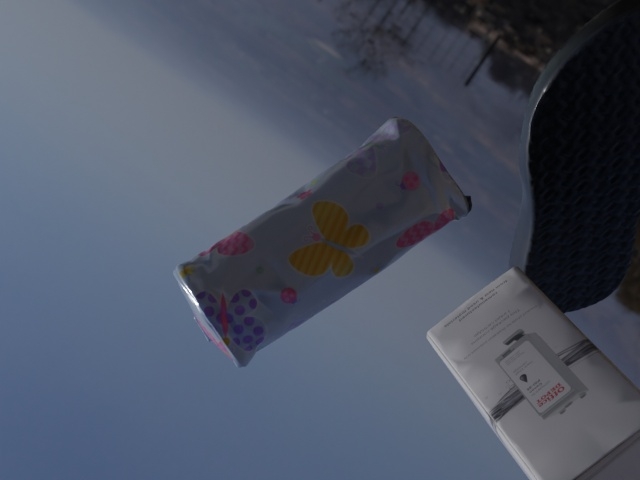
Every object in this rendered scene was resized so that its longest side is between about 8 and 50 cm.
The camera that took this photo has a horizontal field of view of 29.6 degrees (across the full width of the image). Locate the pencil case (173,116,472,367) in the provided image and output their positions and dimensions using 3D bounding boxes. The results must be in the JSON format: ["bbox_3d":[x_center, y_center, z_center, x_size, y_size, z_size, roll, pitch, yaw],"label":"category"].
[{"bbox_3d":[0.000,0.000,1.106,0.113,0.273,0.124,56,174,-7],"label":"pencil case"}]

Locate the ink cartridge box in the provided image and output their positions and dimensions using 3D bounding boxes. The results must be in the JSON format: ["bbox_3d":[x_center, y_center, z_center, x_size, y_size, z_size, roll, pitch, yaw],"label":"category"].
[{"bbox_3d":[0.236,0.180,1.092,0.207,0.117,0.283,51,-178,-29],"label":"ink cartridge box"}]

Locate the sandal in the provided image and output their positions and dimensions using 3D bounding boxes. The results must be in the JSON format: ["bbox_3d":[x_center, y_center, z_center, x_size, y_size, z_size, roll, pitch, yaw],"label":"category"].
[{"bbox_3d":[0.260,-0.090,1.216,0.445,0.168,0.107,96,163,-51],"label":"sandal"}]
